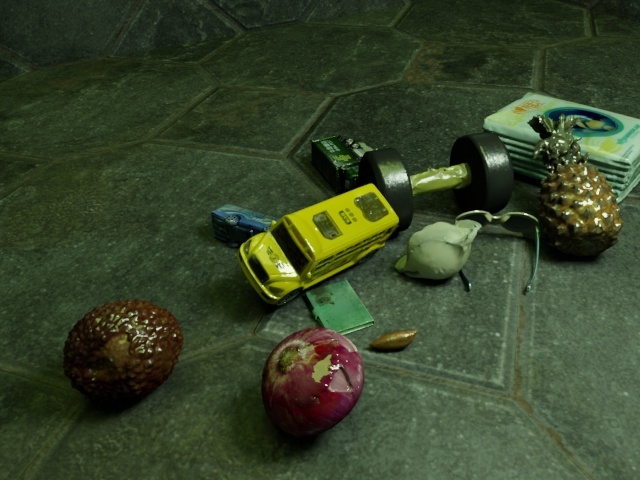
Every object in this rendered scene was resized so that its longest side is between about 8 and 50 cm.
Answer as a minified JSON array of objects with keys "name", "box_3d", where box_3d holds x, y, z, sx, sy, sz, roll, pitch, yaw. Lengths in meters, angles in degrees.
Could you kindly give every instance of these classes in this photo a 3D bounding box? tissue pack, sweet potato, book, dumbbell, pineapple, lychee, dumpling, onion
[{"name":"tissue pack","box_3d":[0.671,-0.261,1.469,0.388,0.162,0.287,28,43,34]},{"name":"sweet potato","box_3d":[0.137,0.187,1.012,0.095,0.034,0.034,-16,37,2]},{"name":"book","box_3d":[0.034,0.137,1.099,0.103,0.017,0.135,-15,37,-15]},{"name":"dumbbell","box_3d":[0.268,-0.138,1.297,0.322,0.204,0.204,-11,37,-9]},{"name":"pineapple","box_3d":[0.569,-0.141,1.238,0.175,0.175,0.361,1,58,6]},{"name":"lychee","box_3d":[-0.333,0.183,0.942,0.188,0.188,0.188,-2,36,2]},{"name":"dumpling","box_3d":[0.256,0.011,1.171,0.181,0.111,0.155,5,30,33]},{"name":"onion","box_3d":[-0.013,0.226,0.870,0.177,0.153,0.177,-22,11,5]}]

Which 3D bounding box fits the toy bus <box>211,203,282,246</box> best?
[{"name":"toy bus","box_3d":[-0.147,-0.025,1.281,0.236,0.079,0.094,16,39,24]}]

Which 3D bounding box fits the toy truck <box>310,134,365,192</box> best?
[{"name":"toy truck","box_3d":[0.074,-0.206,1.505,0.121,0.088,0.259,-15,37,-17]}]

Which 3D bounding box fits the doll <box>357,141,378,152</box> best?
[{"name":"doll","box_3d":[0.142,-0.270,1.632,0.037,0.027,0.125,-27,42,-18]}]

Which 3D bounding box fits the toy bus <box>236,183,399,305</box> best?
[{"name":"toy bus","box_3d":[0.000,0.000,1.121,0.330,0.152,0.144,-24,72,-35]}]

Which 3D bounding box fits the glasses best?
[{"name":"glasses","box_3d":[0.388,0.012,1.182,0.189,0.088,0.220,4,37,9]}]
